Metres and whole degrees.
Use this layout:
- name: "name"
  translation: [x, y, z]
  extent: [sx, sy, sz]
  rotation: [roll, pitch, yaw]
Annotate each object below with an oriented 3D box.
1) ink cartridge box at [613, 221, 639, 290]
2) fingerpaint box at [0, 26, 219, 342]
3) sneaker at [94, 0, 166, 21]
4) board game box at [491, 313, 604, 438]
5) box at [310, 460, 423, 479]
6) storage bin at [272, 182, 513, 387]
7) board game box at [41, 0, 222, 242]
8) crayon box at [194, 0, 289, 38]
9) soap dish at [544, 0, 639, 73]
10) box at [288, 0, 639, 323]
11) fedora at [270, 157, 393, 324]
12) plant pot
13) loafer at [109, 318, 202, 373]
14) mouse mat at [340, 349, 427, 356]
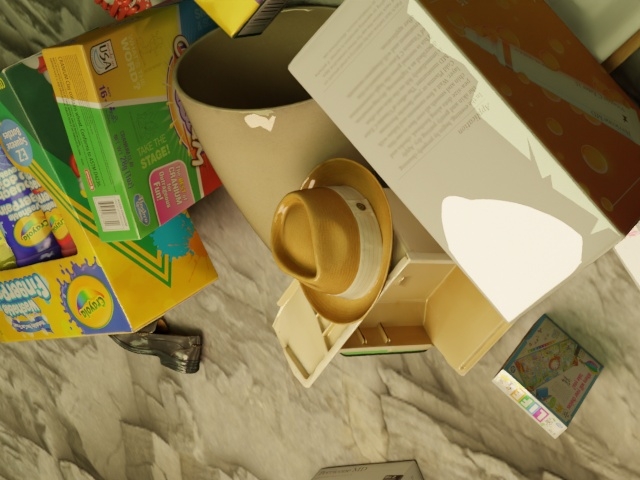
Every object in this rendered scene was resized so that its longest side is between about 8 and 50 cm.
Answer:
- name: "ink cartridge box"
  translation: [0.389, -0.047, 1.380]
  extent: [0.127, 0.128, 0.176]
  rotation: [-30, 95, 38]
- name: "fingerpaint box"
  translation: [-0.389, -0.055, 1.734]
  extent: [0.444, 0.163, 0.371]
  rotation: [-8, 110, 53]
- name: "sneaker"
  translation: [-0.286, -0.333, 1.628]
  extent: [0.090, 0.145, 0.270]
  rotation: [-27, 97, 37]
- name: "board game box"
  translation: [0.284, 0.166, 1.529]
  extent: [0.103, 0.154, 0.026]
  rotation: [42, 127, 7]
- name: "box"
  translation: [0.072, 0.435, 1.808]
  extent: [0.181, 0.119, 0.182]
  rotation: [-13, 105, 35]
- name: "storage bin"
  translation: [0.114, 0.062, 1.498]
  extent: [0.260, 0.262, 0.123]
  rotation: [-54, 50, 36]
- name: "board game box"
  translation: [-0.193, -0.169, 1.546]
  extent: [0.064, 0.316, 0.242]
  rotation: [-3, 112, 31]
- name: "crayon box"
  translation: [-0.081, -0.473, 1.417]
  extent: [0.313, 0.106, 0.363]
  rotation: [46, 112, 5]
- name: "soap dish"
  translation: [0.263, -0.289, 1.343]
  extent: [0.229, 0.118, 0.291]
  rotation: [47, 127, 2]
- name: "box"
  translation: [0.174, -0.126, 1.260]
  extent: [0.345, 0.215, 0.168]
  rotation: [50, 129, 3]
- name: "fedora"
  translation: [0.000, 0.000, 1.370]
  extent: [0.194, 0.079, 0.194]
  rotation: [-3, 86, 53]
- name: "plant pot"
  translation: [-0.030, -0.112, 1.544]
  extent: [0.256, 0.256, 0.274]
  rotation: [9, 130, 27]
- name: "loafer"
  translation: [-0.255, 0.149, 1.908]
  extent: [0.170, 0.062, 0.061]
  rotation: [19, 99, 18]
- name: "mouse mat"
  translation: [0.063, 0.074, 1.708]
  extent: [0.152, 0.007, 0.190]
  rotation: [-7, 108, 33]
